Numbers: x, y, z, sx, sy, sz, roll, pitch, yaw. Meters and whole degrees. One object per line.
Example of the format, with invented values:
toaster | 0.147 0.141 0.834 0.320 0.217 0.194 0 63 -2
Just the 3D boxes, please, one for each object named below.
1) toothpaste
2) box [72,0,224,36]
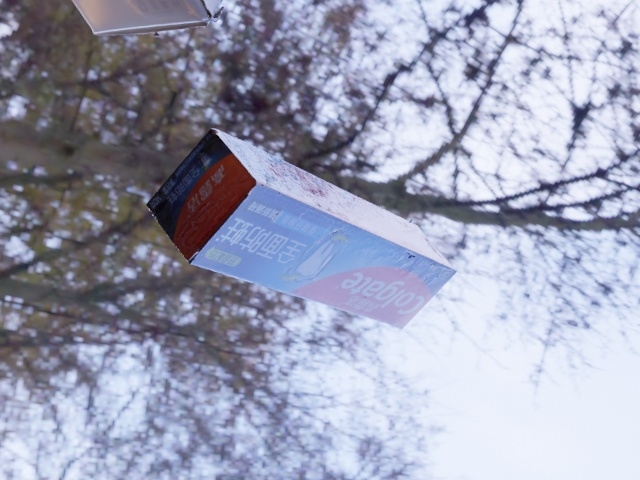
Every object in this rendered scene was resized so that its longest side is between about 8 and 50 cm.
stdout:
toothpaste | -0.001 0.001 0.949 0.076 0.320 0.066 -48 -122 13
box | -0.115 -0.279 0.718 0.106 0.252 0.203 2 -128 31
